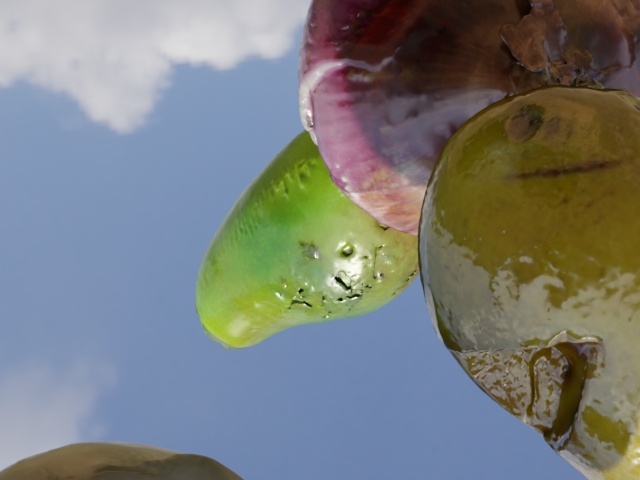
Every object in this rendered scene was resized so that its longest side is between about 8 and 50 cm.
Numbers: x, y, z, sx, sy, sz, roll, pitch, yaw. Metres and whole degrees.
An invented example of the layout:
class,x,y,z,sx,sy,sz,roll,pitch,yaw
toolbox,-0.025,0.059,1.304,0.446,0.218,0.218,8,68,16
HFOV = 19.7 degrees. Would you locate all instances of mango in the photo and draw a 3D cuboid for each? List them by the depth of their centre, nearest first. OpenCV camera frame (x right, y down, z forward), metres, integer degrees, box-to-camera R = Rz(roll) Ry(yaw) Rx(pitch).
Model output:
class,x,y,z,sx,sy,sz,roll,pitch,yaw
mango,0.158,0.039,0.964,0.167,0.262,0.130,-40,180,7
mango,0.000,0.000,1.264,0.111,0.233,0.125,4,-131,-47

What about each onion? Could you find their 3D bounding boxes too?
class,x,y,z,sx,sy,sz,roll,pitch,yaw
onion,0.101,-0.099,1.090,0.230,0.230,0.163,-9,-172,-7

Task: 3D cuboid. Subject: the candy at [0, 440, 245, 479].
class,x,y,z,sx,sy,sz,roll,pitch,yaw
candy,-0.137,0.281,1.318,0.295,0.295,0.185,-16,165,-23
